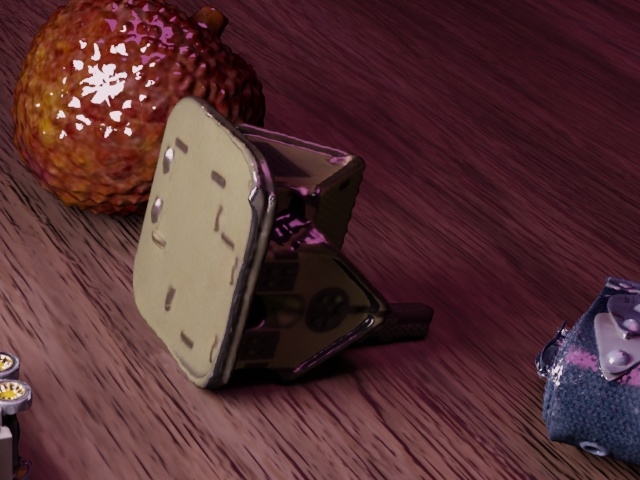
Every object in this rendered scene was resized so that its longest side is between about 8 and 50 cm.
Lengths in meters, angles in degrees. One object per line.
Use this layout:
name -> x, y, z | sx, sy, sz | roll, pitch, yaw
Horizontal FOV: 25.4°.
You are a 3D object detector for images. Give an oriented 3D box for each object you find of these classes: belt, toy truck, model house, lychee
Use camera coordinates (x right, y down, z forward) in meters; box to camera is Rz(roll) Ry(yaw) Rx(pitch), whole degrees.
belt -> 0.250, 0.114, 1.229 | 0.128, 0.122, 0.218 | 17, 18, 17
toy truck -> -0.274, 0.116, 1.049 | 0.092, 0.083, 0.192 | -8, 31, -25
model house -> 0.000, 0.000, 1.277 | 0.279, 0.218, 0.205 | 0, 27, -32
lychee -> -0.189, -0.138, 1.451 | 0.261, 0.260, 0.260 | 9, 24, -4
